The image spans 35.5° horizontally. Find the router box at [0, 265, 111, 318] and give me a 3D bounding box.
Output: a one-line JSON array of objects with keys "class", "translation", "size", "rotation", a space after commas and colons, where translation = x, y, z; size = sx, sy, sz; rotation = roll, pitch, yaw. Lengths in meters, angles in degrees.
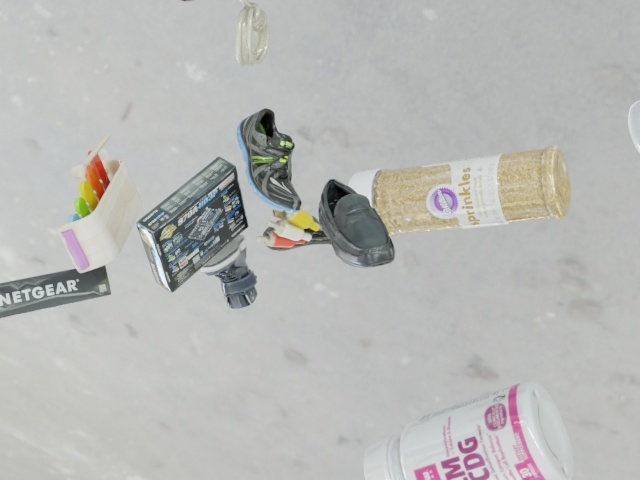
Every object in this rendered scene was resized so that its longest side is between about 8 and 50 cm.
[{"class": "router box", "translation": [-0.669, 0.125, 2.326], "size": [0.309, 0.081, 0.243], "rotation": [-12, 180, -25]}]

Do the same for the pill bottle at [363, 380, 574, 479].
[{"class": "pill bottle", "translation": [0.219, 0.327, 1.501], "size": [0.283, 0.160, 0.160], "rotation": [-25, 127, 25]}]

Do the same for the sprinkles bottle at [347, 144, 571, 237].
[{"class": "sprinkles bottle", "translation": [0.224, -0.076, 1.645], "size": [0.356, 0.121, 0.121], "rotation": [-6, 137, 26]}]

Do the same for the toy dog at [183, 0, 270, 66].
[{"class": "toy dog", "translation": [-0.159, -0.411, 1.387], "size": [0.161, 0.220, 0.333], "rotation": [14, 159, 16]}]

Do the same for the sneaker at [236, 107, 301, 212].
[{"class": "sneaker", "translation": [-0.073, -0.125, 1.530], "size": [0.078, 0.188, 0.067], "rotation": [-39, 149, 31]}]

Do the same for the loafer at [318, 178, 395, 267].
[{"class": "loafer", "translation": [0.044, -0.025, 1.395], "size": [0.076, 0.223, 0.078], "rotation": [-12, 114, -13]}]

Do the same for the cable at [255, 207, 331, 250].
[{"class": "cable", "translation": [0.000, 0.000, 2.036], "size": [0.287, 0.072, 0.139], "rotation": [17, 131, -29]}]

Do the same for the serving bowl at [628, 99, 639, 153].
[{"class": "serving bowl", "translation": [0.376, -0.121, 1.102], "size": [0.083, 0.027, 0.083], "rotation": [61, 168, 23]}]

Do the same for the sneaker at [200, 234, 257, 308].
[{"class": "sneaker", "translation": [-0.209, 0.091, 2.299], "size": [0.086, 0.226, 0.163], "rotation": [-4, 103, 16]}]

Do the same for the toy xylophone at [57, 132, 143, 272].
[{"class": "toy xylophone", "translation": [-0.472, -0.090, 2.143], "size": [0.081, 0.322, 0.236], "rotation": [-11, 112, 13]}]

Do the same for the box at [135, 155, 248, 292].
[{"class": "box", "translation": [-0.238, -0.030, 1.907], "size": [0.051, 0.220, 0.175], "rotation": [30, 149, 29]}]
